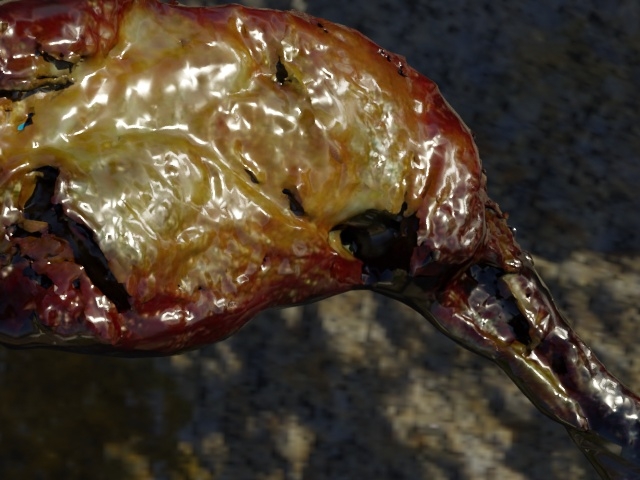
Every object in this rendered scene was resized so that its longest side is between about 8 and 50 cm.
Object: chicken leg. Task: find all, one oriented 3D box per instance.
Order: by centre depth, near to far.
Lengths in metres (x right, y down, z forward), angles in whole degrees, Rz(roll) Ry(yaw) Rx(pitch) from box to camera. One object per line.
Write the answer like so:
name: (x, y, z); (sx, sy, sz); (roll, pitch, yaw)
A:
chicken leg: (0.000, 0.000, 0.482); (0.051, 0.253, 0.106); (-35, 42, 56)
